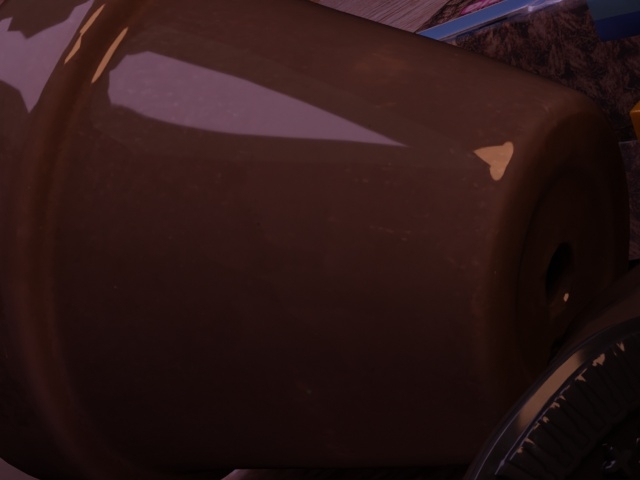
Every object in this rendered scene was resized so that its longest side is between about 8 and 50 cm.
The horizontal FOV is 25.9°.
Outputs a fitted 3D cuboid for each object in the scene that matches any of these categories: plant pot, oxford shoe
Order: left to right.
[{"bbox_3d":[0.000,0.000,0.603,0.229,0.263,0.263,9,35,32],"label":"plant pot"},{"bbox_3d":[0.114,0.059,0.492,0.227,0.082,0.096,-31,2,-38],"label":"oxford shoe"}]

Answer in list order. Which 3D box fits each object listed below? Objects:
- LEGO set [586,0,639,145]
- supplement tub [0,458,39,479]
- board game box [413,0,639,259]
[{"bbox_3d":[0.172,-0.075,0.544,0.093,0.227,0.087,-7,27,39],"label":"LEGO set"},{"bbox_3d":[-0.264,0.153,0.849,0.190,0.117,0.117,-23,16,32],"label":"supplement tub"},{"bbox_3d":[0.216,-0.127,0.744,0.232,0.141,0.291,-14,22,41],"label":"board game box"}]
